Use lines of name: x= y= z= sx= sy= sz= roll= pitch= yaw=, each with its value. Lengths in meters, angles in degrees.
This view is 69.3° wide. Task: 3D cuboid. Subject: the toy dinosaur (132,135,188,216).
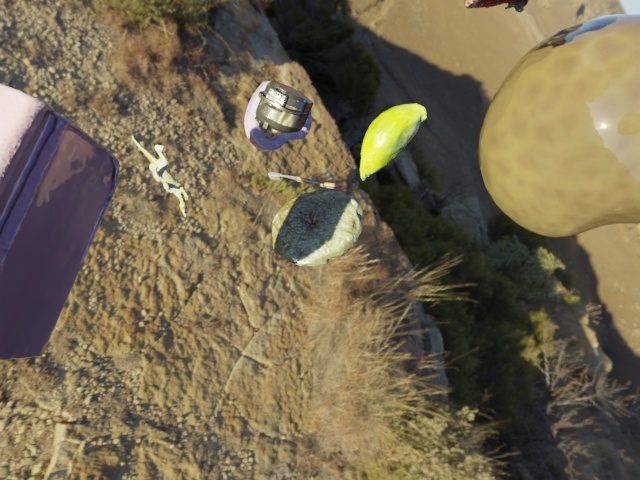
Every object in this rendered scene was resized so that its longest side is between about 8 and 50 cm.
toy dinosaur: x=-0.401 y=-0.173 z=1.193 sx=0.057 sy=0.142 sz=0.212 roll=-29 pitch=61 yaw=-13

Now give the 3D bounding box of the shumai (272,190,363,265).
shumai: x=0.000 y=0.000 z=1.634 sx=0.263 sy=0.309 sz=0.304 roll=68 pitch=39 yaw=-60

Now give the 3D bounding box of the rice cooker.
rice cooker: x=-0.085 y=-0.311 z=1.087 sx=0.112 sy=0.106 sz=0.165 roll=32 pitch=28 yaw=10

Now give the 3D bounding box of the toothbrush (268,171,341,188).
toothbrush: x=-0.066 y=-0.243 z=1.878 sx=0.031 sy=0.321 sz=0.023 roll=73 pitch=34 yaw=-54

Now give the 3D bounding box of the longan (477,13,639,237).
longan: x=0.484 y=-0.193 z=0.817 sx=0.336 sy=0.404 sz=0.405 roll=-21 pitch=85 yaw=-61

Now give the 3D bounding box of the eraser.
eraser: x=-0.455 y=-0.011 z=0.682 sx=0.122 sy=0.272 sz=0.359 roll=19 pitch=79 yaw=6

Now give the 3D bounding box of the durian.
durian: x=0.190 y=-0.279 z=1.279 sx=0.101 sy=0.250 sz=0.139 roll=41 pitch=0 yaw=38

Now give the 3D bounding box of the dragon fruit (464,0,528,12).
dragon fruit: x=0.255 y=-0.345 z=0.523 sx=0.211 sy=0.282 sz=0.147 roll=-18 pitch=102 yaw=-82

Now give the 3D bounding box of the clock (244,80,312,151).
clock: x=-0.125 y=-0.340 z=1.249 sx=0.198 sy=0.064 sz=0.172 roll=-32 pitch=111 yaw=-29
